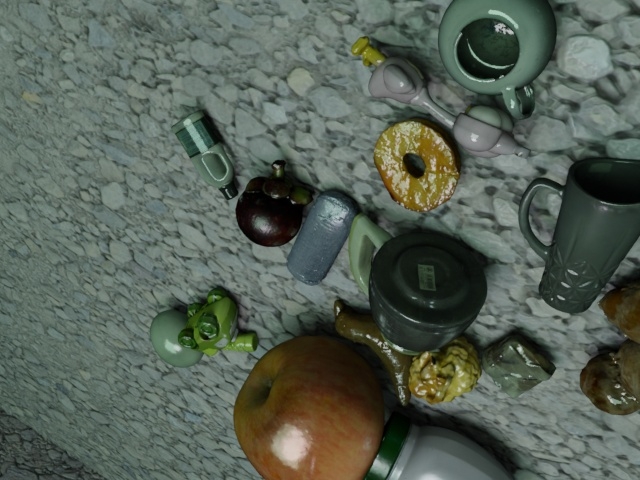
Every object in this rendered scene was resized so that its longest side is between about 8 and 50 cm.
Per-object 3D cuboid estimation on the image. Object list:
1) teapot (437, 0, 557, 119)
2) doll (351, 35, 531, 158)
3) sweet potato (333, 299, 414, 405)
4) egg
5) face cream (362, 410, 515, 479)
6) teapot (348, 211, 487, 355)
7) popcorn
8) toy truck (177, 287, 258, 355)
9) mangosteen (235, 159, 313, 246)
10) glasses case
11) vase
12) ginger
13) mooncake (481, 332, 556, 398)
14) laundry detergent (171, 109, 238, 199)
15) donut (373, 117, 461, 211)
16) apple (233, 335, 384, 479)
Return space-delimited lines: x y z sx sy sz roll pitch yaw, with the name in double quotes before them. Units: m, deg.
"teapot" 0.292 -0.335 0.987 0.193 0.129 0.294 -16 114 39
"doll" 0.216 -0.246 1.071 0.365 0.160 0.094 33 104 13
"sweet potato" 0.148 0.256 1.466 0.310 0.098 0.124 47 118 6
"egg" -0.438 0.300 1.802 0.192 0.149 0.149 49 130 -5
"face cream" 0.303 0.615 1.513 0.357 0.219 0.312 26 134 11
"teapot" 0.174 0.121 1.284 0.322 0.239 0.239 23 141 10
"popcorn" 0.288 0.306 1.369 0.170 0.180 0.180 33 137 -30
"toy truck" -0.304 0.263 1.713 0.187 0.148 0.210 -18 127 22
"mangosteen" -0.109 -0.072 1.377 0.184 0.172 0.172 -35 98 20
"glasses case" 0.000 0.000 1.413 0.109 0.067 0.282 30 127 4
"vase" 0.484 -0.006 1.082 0.251 0.156 0.300 18 132 16
"ginger" 0.635 0.193 1.096 0.256 0.176 0.375 21 129 38
"mooncake" 0.440 0.273 1.320 0.130 0.073 0.125 43 127 -2
"laundry detergent" -0.272 -0.201 1.446 0.099 0.070 0.225 -22 105 31
"donut" 0.201 -0.159 1.194 0.190 0.075 0.174 48 132 1
"apple" -0.028 0.441 1.494 0.347 0.391 0.391 34 133 -18
